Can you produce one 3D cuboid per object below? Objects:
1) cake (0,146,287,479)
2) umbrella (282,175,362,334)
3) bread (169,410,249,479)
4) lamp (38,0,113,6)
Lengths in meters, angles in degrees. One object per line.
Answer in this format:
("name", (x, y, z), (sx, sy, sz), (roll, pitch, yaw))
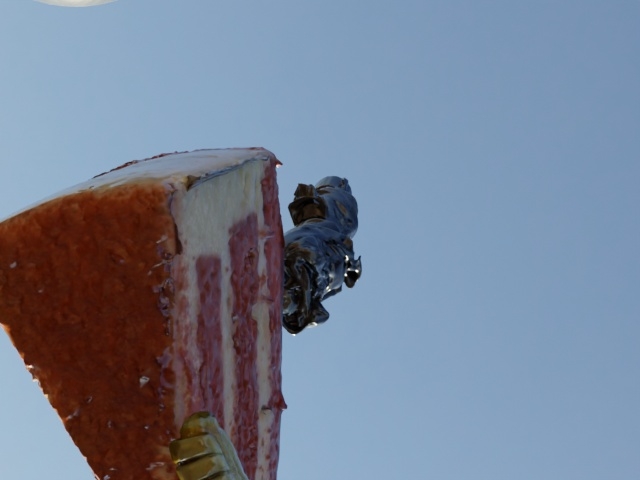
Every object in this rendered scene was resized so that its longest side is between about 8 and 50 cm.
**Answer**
("cake", (-0.119, 0.076, 0.968), (0.160, 0.158, 0.262), (5, -79, 20))
("umbrella", (0.002, 0.002, 1.341), (0.224, 0.071, 0.080), (-70, 159, -67))
("bread", (-0.056, 0.135, 0.857), (0.049, 0.034, 0.088), (-60, 126, -83))
("lamp", (-0.166, -0.299, 1.027), (0.182, 0.182, 0.314), (-120, -158, -46))
